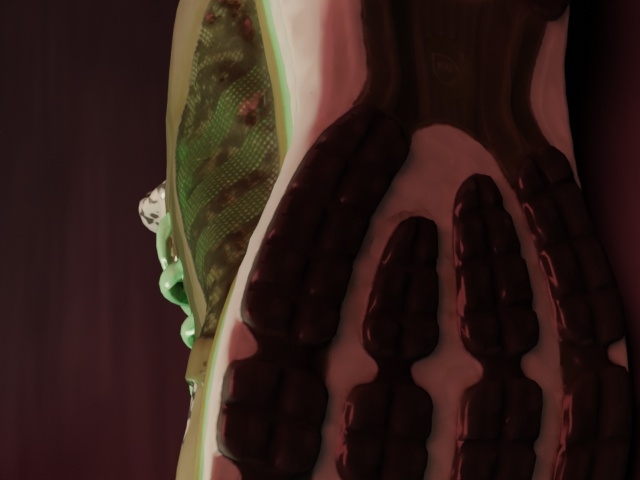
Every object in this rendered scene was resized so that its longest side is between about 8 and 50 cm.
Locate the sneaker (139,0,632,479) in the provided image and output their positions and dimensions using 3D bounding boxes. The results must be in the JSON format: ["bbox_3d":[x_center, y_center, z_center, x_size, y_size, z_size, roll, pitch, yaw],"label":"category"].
[{"bbox_3d":[0.000,0.000,0.646,0.182,0.158,0.410,-31,47,53],"label":"sneaker"}]
